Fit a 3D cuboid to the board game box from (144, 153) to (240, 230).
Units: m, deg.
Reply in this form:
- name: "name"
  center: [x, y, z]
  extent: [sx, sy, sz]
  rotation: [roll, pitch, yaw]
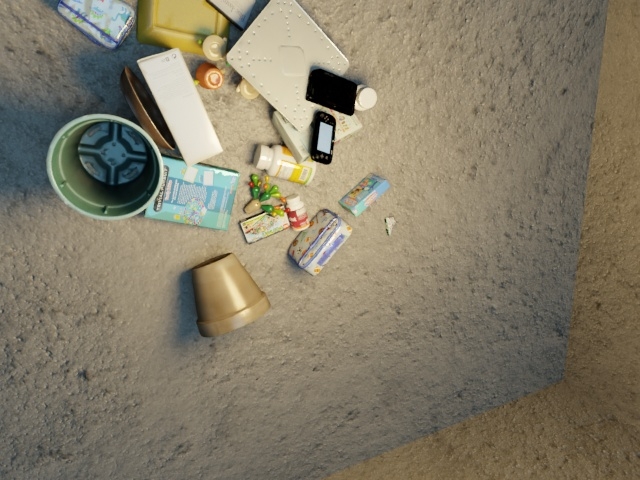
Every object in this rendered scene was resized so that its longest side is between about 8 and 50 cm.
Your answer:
- name: "board game box"
  center: [-0.524, -0.194, 1.847]
  extent: [0.335, 0.079, 0.254]
  rotation: [10, 105, -24]

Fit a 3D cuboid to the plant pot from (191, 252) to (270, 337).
- name: "plant pot"
  center: [-0.415, 0.216, 1.938]
  extent: [0.322, 0.323, 0.281]
  rotation: [-23, 99, -13]

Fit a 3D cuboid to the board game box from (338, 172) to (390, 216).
- name: "board game box"
  center: [0.199, -0.214, 2.084]
  extent: [0.210, 0.160, 0.047]
  rotation: [-41, 118, -3]

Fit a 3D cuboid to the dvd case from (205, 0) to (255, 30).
- name: "dvd case"
  center: [-0.301, -0.932, 1.642]
  extent: [0.180, 0.022, 0.253]
  rotation: [22, 91, -52]

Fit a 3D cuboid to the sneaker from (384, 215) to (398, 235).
- name: "sneaker"
  center: [0.363, -0.076, 2.268]
  extent: [0.069, 0.038, 0.099]
  rotation: [-17, 114, -15]

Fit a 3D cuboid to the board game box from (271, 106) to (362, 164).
- name: "board game box"
  center: [-0.014, -0.483, 1.865]
  extent: [0.303, 0.097, 0.224]
  rotation: [-30, 87, -16]

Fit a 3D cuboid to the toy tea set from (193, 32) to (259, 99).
- name: "toy tea set"
  center: [-0.327, -0.661, 1.744]
  extent: [0.335, 0.124, 0.200]
  rotation: [5, 112, -33]

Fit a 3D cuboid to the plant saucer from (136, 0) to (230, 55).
- name: "plant saucer"
  center: [-0.479, -0.859, 1.626]
  extent: [0.332, 0.081, 0.334]
  rotation: [3, 108, -23]

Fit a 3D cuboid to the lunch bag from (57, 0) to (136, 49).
- name: "lunch bag"
  center: [-0.760, -0.775, 1.540]
  extent: [0.218, 0.090, 0.176]
  rotation: [35, 96, -27]

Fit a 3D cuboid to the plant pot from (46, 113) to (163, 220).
- name: "plant pot"
  center: [-0.737, -0.279, 1.586]
  extent: [0.340, 0.334, 0.342]
  rotation: [-7, 111, -19]

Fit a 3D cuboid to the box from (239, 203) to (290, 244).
- name: "box"
  center: [-0.248, -0.073, 2.025]
  extent: [0.206, 0.036, 0.114]
  rotation: [-24, 116, -12]

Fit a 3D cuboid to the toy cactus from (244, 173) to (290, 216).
- name: "toy cactus"
  center: [-0.250, -0.172, 1.949]
  extent: [0.180, 0.112, 0.219]
  rotation: [-35, 111, 13]

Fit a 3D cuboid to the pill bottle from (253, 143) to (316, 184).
- name: "pill bottle"
  center: [-0.153, -0.328, 1.915]
  extent: [0.245, 0.136, 0.137]
  rotation: [11, 104, -25]

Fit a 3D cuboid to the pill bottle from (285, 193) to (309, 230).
- name: "pill bottle"
  center: [-0.107, -0.127, 2.035]
  extent: [0.085, 0.086, 0.152]
  rotation: [-22, 114, -13]

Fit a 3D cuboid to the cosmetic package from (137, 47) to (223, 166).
- name: "cosmetic package"
  center: [-0.515, -0.491, 1.670]
  extent: [0.156, 0.217, 0.386]
  rotation: [-24, 114, -11]

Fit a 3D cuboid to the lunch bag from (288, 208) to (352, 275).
- name: "lunch bag"
  center: [0.000, 0.000, 2.034]
  extent: [0.114, 0.243, 0.303]
  rotation: [37, 93, -29]

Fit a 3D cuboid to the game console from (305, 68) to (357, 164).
- name: "game console"
  center: [0.035, -0.477, 1.777]
  extent: [0.213, 0.043, 0.362]
  rotation: [10, 86, -30]

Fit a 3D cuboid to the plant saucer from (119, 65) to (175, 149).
- name: "plant saucer"
  center: [-0.614, -0.453, 1.589]
  extent: [0.050, 0.311, 0.311]
  rotation: [-27, 117, -4]

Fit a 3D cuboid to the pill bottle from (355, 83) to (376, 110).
- name: "pill bottle"
  center: [0.163, -0.607, 1.916]
  extent: [0.107, 0.180, 0.108]
  rotation: [-7, 112, -19]

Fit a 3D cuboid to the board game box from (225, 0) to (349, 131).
- name: "board game box"
  center: [-0.117, -0.685, 1.740]
  extent: [0.390, 0.050, 0.390]
  rotation: [40, 71, -25]
